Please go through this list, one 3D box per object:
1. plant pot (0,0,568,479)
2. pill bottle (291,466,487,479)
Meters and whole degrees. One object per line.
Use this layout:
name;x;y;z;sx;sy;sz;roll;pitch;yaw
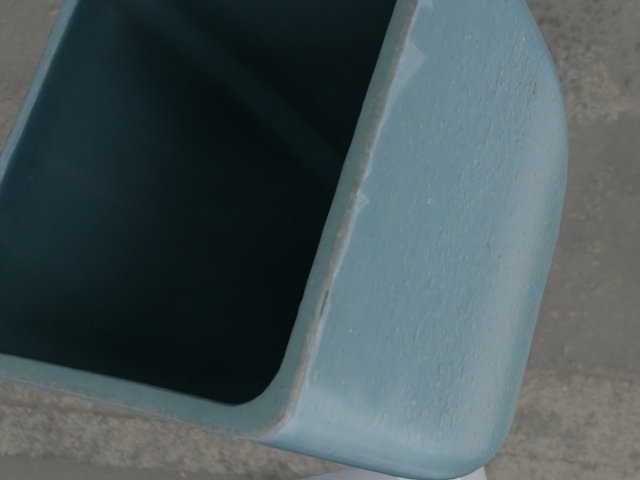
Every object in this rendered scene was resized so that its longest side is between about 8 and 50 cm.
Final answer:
plant pot;0.000;0.000;0.523;0.252;0.248;0.247;35;67;-45
pill bottle;0.063;0.362;0.681;0.224;0.224;0.392;0;69;-28
